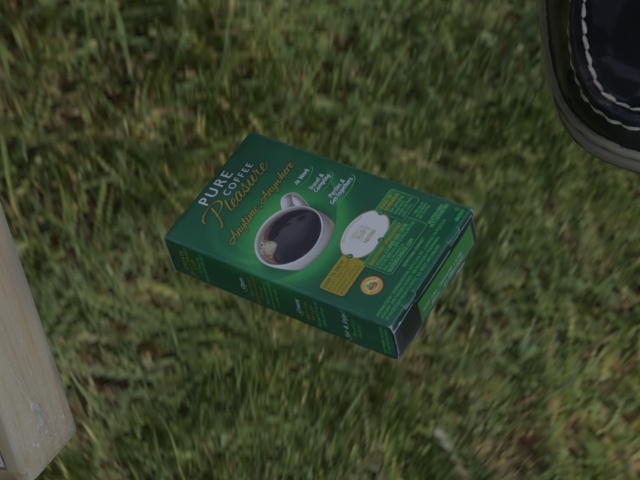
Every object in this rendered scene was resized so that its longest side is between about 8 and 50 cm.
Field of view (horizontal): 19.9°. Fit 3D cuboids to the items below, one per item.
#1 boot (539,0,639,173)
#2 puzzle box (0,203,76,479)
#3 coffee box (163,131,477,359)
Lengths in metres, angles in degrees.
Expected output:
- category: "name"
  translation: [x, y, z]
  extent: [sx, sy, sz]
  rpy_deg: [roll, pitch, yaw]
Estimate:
- category: "boot"
  translation: [0.184, -0.242, 0.795]
  extent: [0.138, 0.284, 0.377]
  rpy_deg: [17, 75, 13]
- category: "puzzle box"
  translation: [-0.342, -0.009, 0.967]
  extent: [0.409, 0.272, 0.052]
  rpy_deg: [1, 31, 28]
- category: "coffee box"
  translation: [0.000, 0.000, 1.223]
  extent: [0.184, 0.040, 0.113]
  rpy_deg: [19, 57, 26]
